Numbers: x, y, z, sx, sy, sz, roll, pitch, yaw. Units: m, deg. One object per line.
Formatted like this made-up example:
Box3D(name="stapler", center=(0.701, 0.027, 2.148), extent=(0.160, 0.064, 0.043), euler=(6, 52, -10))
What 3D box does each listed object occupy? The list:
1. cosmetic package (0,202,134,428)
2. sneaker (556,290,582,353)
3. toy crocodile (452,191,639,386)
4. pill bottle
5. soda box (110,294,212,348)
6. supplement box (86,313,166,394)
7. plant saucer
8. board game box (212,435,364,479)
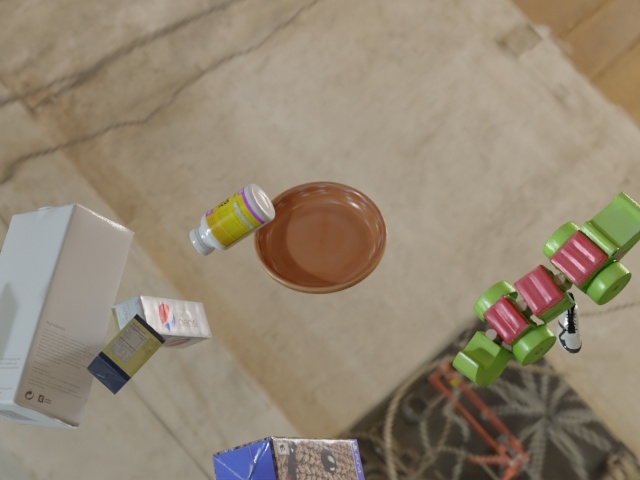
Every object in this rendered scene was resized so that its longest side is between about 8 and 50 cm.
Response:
Box3D(name="cosmetic package", center=(-0.507, 0.138, 2.123), extent=(0.217, 0.156, 0.385), euler=(-5, 63, 43))
Box3D(name="sneaker", center=(0.414, 0.135, 1.927), extent=(0.040, 0.109, 0.044), euler=(-7, -23, -2))
Box3D(name="toy crocodile", center=(0.319, 0.068, 1.605), extent=(0.340, 0.115, 0.105), euler=(-43, -25, 9))
Box3D(name="pill bottle", center=(-0.090, -0.019, 1.154), extent=(0.083, 0.043, 0.043), euler=(-33, -5, 17))
Box3D(name="soda box", center=(-0.284, 0.149, 2.073), extent=(0.069, 0.074, 0.216), euler=(-22, -15, 20))
Box3D(name="supplement box", center=(-0.271, 0.158, 1.603), extent=(0.083, 0.056, 0.083), euler=(-48, 4, -29))
Box3D(name="plant saucer", center=(0.000, 0.000, 1.714), extent=(0.200, 0.200, 0.037), euler=(-39, -30, -22))
Box3D(name="board game box", center=(-0.043, 0.496, 2.147), extent=(0.141, 0.232, 0.291), euler=(-22, -20, 29))
